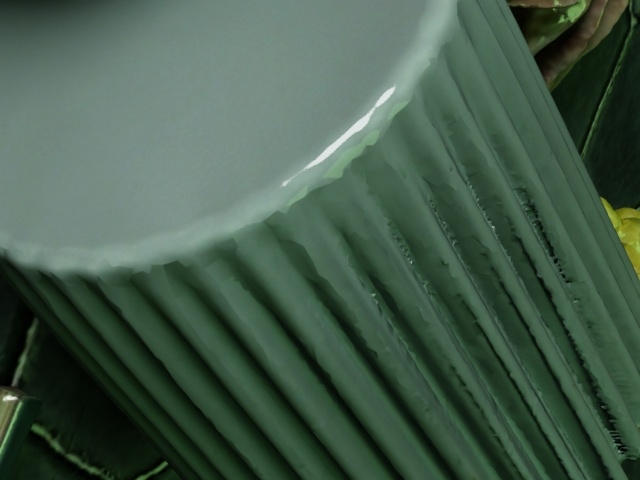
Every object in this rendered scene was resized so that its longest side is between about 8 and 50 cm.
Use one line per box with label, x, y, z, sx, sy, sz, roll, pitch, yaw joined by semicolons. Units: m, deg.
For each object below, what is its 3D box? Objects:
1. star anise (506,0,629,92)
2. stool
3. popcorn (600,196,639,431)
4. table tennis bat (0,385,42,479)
star anise;0.188;-0.254;0.850;0.349;0.109;0.292;26;82;-67
stool;0.000;0.000;0.613;0.297;0.297;0.330;-53;140;-16
popcorn;0.194;0.061;0.947;0.250;0.242;0.235;-39;137;-37
table tennis bat;-0.220;0.209;0.640;0.154;0.021;0.274;58;54;-77
